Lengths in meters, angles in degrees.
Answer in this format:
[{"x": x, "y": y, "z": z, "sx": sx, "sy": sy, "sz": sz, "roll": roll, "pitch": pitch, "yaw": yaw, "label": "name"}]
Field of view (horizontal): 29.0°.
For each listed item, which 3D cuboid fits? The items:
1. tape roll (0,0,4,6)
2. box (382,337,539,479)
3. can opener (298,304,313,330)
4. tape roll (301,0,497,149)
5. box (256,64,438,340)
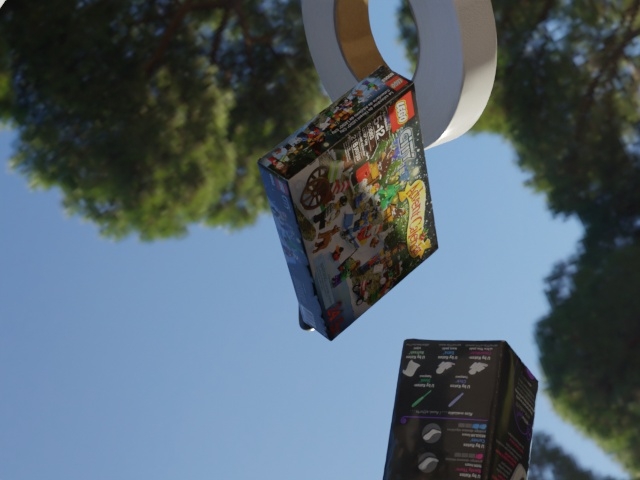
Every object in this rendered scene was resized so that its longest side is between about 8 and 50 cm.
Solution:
[{"x": -0.480, "y": -0.305, "z": 1.381, "sx": 0.169, "sy": 0.246, "sz": 0.246, "roll": 46, "pitch": -143, "yaw": 1, "label": "tape roll"}, {"x": 0.178, "y": 0.278, "z": 1.584, "sx": 0.165, "sy": 0.143, "sz": 0.270, "roll": 45, "pitch": -131, "yaw": -53, "label": "box"}, {"x": 0.000, "y": 0.000, "z": 1.860, "sx": 0.095, "sy": 0.076, "sz": 0.283, "roll": -97, "pitch": 7, "yaw": -58, "label": "can opener"}, {"x": 0.109, "y": -0.325, "z": 1.873, "sx": 0.072, "sy": 0.392, "sz": 0.392, "roll": -22, "pitch": -95, "yaw": -31, "label": "tape roll"}, {"x": 0.034, "y": -0.031, "z": 1.182, "sx": 0.159, "sy": 0.044, "sz": 0.233, "roll": -39, "pitch": -38, "yaw": -21, "label": "box"}]
